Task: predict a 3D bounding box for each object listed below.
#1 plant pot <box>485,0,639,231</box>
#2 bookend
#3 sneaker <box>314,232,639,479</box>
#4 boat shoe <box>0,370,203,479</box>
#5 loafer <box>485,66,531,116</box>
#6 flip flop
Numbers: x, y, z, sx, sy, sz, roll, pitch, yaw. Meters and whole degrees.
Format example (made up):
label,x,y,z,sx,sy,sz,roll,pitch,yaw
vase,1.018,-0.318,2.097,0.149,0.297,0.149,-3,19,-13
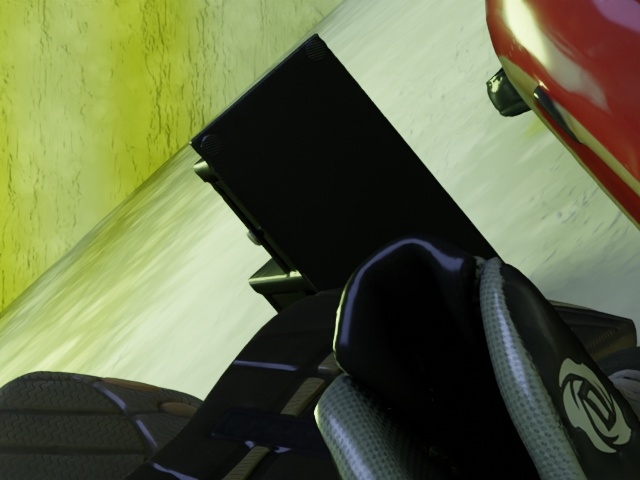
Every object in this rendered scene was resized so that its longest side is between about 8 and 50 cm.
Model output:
label,x,y,z,sx,sy,sz,roll,pitch,yaw
plant pot,0.144,-0.055,0.395,0.174,0.191,0.191,-42,9,6
bookend,0.000,0.000,0.796,0.072,0.157,0.156,-42,10,-15
sneaker,0.060,0.042,0.433,0.086,0.132,0.228,-38,10,13
boat shoe,-0.084,0.169,0.541,0.324,0.123,0.116,-79,5,-62
loafer,0.168,-0.160,1.120,0.223,0.078,0.076,-46,10,-31
flip flop,0.013,0.085,0.554,0.112,0.080,0.277,8,27,28
